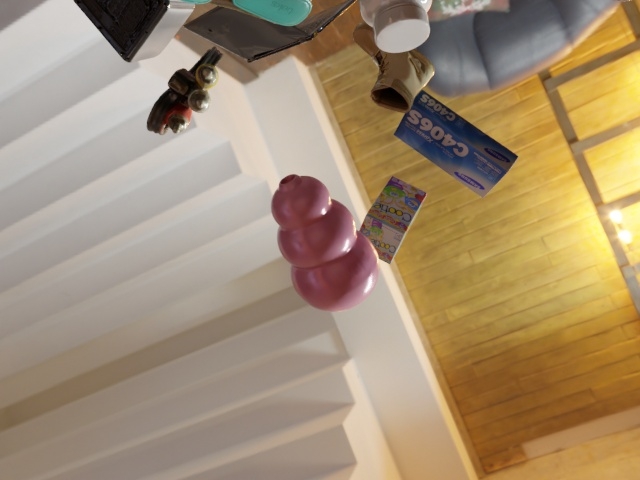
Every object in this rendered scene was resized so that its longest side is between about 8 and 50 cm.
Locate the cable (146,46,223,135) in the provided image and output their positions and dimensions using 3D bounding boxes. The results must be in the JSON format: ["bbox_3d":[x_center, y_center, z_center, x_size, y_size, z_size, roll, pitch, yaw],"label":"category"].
[{"bbox_3d":[-0.201,-0.237,0.878,0.139,0.072,0.287,-51,-166,18],"label":"cable"}]

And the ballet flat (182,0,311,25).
[{"bbox_3d":[-0.151,-0.422,0.822,0.342,0.124,0.116,-8,158,-47],"label":"ballet flat"}]

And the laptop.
[{"bbox_3d":[-0.169,-0.761,1.826,0.382,0.236,0.408,6,-133,50],"label":"laptop"}]

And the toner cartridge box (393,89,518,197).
[{"bbox_3d":[0.403,-0.290,1.652,0.075,0.348,0.165,-50,173,-25],"label":"toner cartridge box"}]

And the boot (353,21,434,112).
[{"bbox_3d":[0.175,-0.485,1.527,0.203,0.262,0.095,-58,-175,-32],"label":"boot"}]

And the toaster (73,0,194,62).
[{"bbox_3d":[-0.357,-0.470,1.053,0.186,0.168,0.110,-40,-177,30],"label":"toaster"}]

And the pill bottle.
[{"bbox_3d":[0.121,-0.439,0.923,0.124,0.221,0.124,-6,166,-2],"label":"pill bottle"}]

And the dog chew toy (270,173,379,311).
[{"bbox_3d":[0.000,0.000,1.204,0.207,0.331,0.206,-20,-149,12],"label":"dog chew toy"}]

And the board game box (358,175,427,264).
[{"bbox_3d":[0.240,-0.075,1.853,0.275,0.144,0.142,-54,168,-47],"label":"board game box"}]
